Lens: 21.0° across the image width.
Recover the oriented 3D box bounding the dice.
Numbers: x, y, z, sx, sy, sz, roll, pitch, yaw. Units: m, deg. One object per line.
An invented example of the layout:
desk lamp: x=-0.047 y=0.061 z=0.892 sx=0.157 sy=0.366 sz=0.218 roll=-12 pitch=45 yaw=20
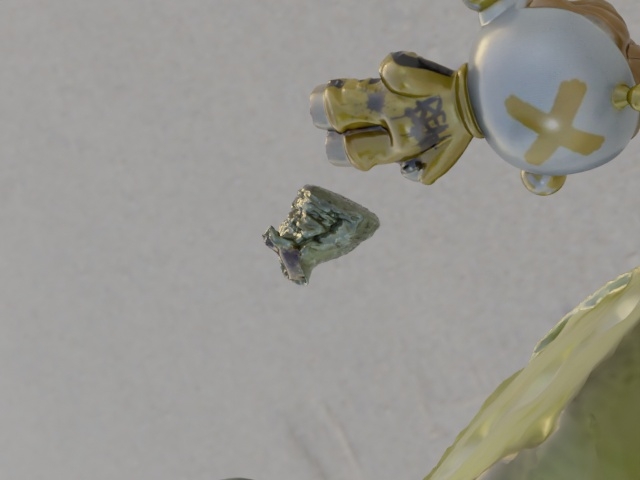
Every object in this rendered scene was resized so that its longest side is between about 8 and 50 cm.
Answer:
dice: x=0.213 y=0.169 z=1.122 sx=0.227 sy=0.238 sz=0.233 roll=45 pitch=151 yaw=-4

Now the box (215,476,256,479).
box: x=-0.051 y=0.179 z=0.614 sx=0.093 sy=0.124 sz=0.172 roll=65 pitch=-166 yaw=-72

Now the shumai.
shumai: x=0.000 y=0.000 z=1.397 sx=0.083 sy=0.082 sz=0.080 roll=26 pitch=96 yaw=33

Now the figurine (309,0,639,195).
figurine: x=0.066 y=-0.062 z=0.713 sx=0.143 sy=0.068 sz=0.101 roll=12 pitch=127 yaw=11
